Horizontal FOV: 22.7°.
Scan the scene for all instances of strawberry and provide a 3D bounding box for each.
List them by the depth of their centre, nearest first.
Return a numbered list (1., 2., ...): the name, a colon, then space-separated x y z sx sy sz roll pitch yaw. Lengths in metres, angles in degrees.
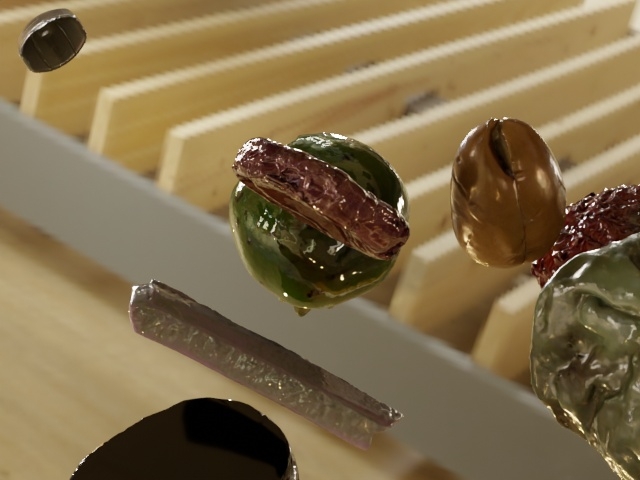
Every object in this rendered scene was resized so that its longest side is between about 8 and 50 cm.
1. strawberry: 0.403 0.035 1.910 0.274 0.220 0.274 36 180 0

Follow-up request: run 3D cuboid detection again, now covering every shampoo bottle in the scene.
1. shampoo bottle: -0.335 -0.251 1.985 0.056 0.086 0.227 56 176 -15

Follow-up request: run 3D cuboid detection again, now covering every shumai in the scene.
1. shumai: 0.376 0.152 1.575 0.304 0.309 0.263 19 -153 -16

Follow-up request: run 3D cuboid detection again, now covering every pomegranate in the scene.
1. pomegranate: 0.000 0.000 2.088 0.236 0.302 0.236 0 -129 0

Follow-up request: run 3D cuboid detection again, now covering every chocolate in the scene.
1. chocolate: -0.187 0.365 2.131 0.340 0.210 0.225 -33 -112 -10

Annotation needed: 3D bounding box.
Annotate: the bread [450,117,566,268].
1. bread: 0.181 -0.035 1.536 0.114 0.189 0.077 -12 -130 4

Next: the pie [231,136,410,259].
1. pie: 0.002 -0.040 1.468 0.182 0.049 0.182 29 173 4

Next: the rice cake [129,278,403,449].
1. rice cake: -0.070 0.152 1.912 0.365 0.056 0.073 28 -160 -7
